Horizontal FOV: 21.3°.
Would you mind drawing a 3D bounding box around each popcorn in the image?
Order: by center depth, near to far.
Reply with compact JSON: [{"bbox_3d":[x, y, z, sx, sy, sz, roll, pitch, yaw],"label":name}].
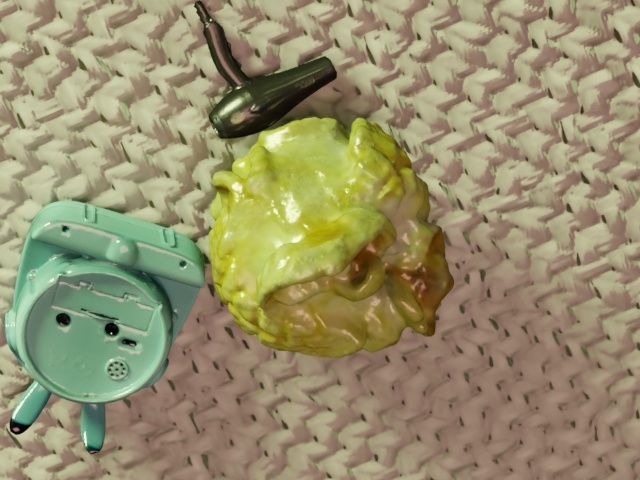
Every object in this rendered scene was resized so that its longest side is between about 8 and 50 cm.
[{"bbox_3d":[0.000,0.000,0.984,0.135,0.162,0.141,-15,90,35],"label":"popcorn"}]

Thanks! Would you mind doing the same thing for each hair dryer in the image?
[{"bbox_3d":[-0.040,-0.107,0.984,0.079,0.031,0.083,-30,104,-7],"label":"hair dryer"}]

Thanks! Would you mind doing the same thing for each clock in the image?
[{"bbox_3d":[-0.137,0.055,1.021,0.108,0.045,0.147,17,108,-12],"label":"clock"}]
